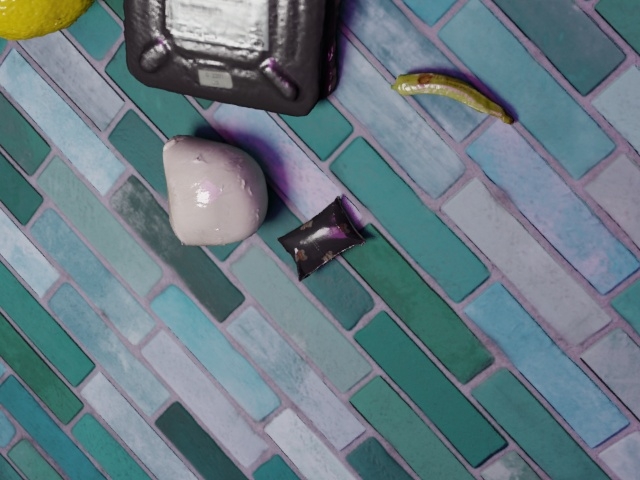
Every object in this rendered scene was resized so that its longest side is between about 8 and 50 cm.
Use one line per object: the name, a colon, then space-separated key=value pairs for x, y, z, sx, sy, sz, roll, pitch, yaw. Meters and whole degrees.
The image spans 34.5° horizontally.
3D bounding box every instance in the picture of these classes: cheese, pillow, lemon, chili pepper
cheese: x=-0.184 y=-0.083 z=1.792 sx=0.189 sy=0.154 sz=0.198 roll=2 pitch=109 yaw=19
pillow: x=0.000 y=0.000 z=1.797 sx=0.150 sy=0.048 sz=0.090 roll=-34 pitch=101 yaw=27
lemon: x=-0.487 y=-0.481 z=1.721 sx=0.268 sy=0.268 sz=0.322 roll=43 pitch=124 yaw=5
chili pepper: x=0.206 y=-0.231 z=1.619 sx=0.208 sy=0.043 sz=0.049 roll=18 pitch=103 yaw=17

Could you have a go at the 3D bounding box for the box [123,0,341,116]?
box: x=-0.146 y=-0.378 z=1.645 sx=0.359 sy=0.091 sz=0.350 roll=11 pitch=126 yaw=10
